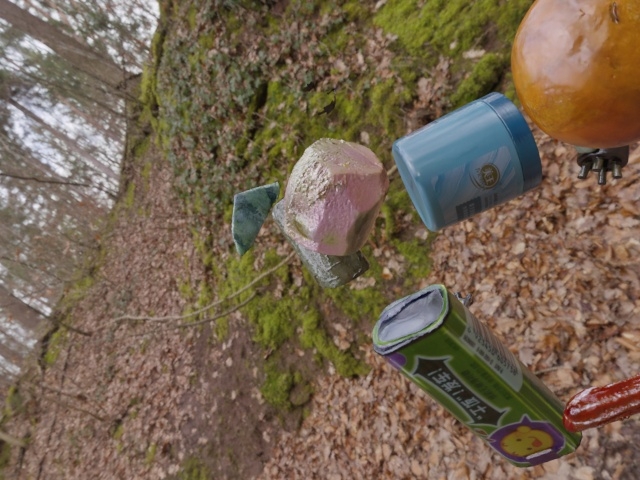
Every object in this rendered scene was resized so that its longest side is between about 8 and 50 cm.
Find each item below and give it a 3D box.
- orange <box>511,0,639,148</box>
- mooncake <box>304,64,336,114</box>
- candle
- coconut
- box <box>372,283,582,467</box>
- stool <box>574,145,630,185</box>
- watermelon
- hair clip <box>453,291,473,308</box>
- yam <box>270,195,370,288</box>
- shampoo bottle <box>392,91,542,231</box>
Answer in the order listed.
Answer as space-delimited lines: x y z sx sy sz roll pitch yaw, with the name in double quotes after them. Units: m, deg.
0.440 -0.285 0.671 0.284 0.284 0.226 -56 11 -15 "orange"
0.030 -0.353 0.595 0.150 0.057 0.347 -42 -25 -28 "mooncake"
0.464 0.176 0.558 0.329 0.051 0.048 -17 4 -5 "candle"
0.022 -0.086 0.988 0.233 0.233 0.245 -58 -10 -52 "coconut"
0.236 0.208 0.644 0.134 0.345 0.097 -38 22 29 "box"
0.780 -0.244 1.217 0.125 0.217 0.121 1 68 58 "stool"
-0.149 -0.054 0.892 0.094 0.081 0.180 -53 16 47 "watermelon"
0.336 0.204 1.014 0.116 0.049 0.172 66 -151 -55 "hair clip"
0.000 0.000 1.256 0.168 0.304 0.168 -34 -9 -6 "yam"
0.441 -0.236 1.359 0.342 0.331 0.331 -24 6 7 "shampoo bottle"
